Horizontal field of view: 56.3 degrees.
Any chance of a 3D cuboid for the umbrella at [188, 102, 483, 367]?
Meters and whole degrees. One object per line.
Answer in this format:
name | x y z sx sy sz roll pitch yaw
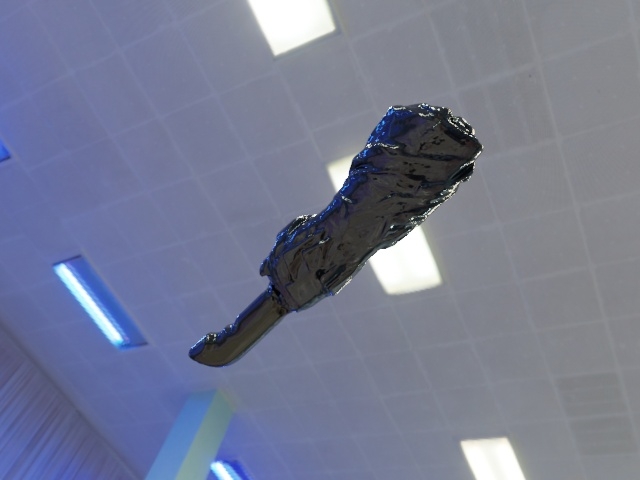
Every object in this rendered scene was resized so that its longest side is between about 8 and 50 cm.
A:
umbrella | 0.006 0.005 0.416 0.071 0.071 0.248 40 -77 -14
